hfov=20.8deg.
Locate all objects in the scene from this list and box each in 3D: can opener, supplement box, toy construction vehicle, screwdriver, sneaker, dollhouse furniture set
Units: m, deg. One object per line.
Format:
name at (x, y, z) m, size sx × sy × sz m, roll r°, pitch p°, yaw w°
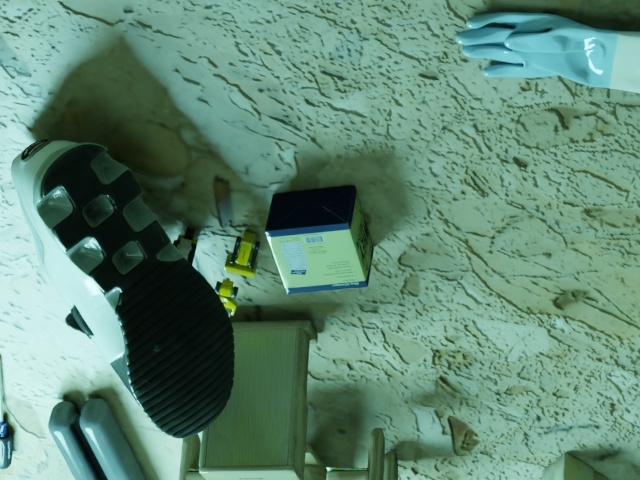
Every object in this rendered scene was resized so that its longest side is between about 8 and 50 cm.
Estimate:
can opener at (-0.232, 0.302, 1.957) m, size 0.076 × 0.095 × 0.283 m, roll -7°, pitch 131°, yaw 15°
supplement box at (0.000, 0.000, 1.663) m, size 0.083 × 0.056 × 0.083 m, roll -5°, pitch 131°, yaw 15°
toy construction vehicle at (-0.107, 0.025, 1.725) m, size 0.086 × 0.035 × 0.098 m, roll 13°, pitch 125°, yaw -3°
screwdriver at (-0.350, 0.189, 1.931) m, size 0.025 × 0.024 × 0.170 m, roll -7°, pitch 131°, yaw -23°
sneaker at (-0.193, 0.039, 1.685) m, size 0.146 × 0.122 × 0.330 m, roll 17°, pitch 137°, yaw 57°
dollhouse furniture set at (-0.041, 0.205, 1.837) m, size 0.212 × 0.161 × 0.242 m, roll -2°, pitch 154°, yaw 13°

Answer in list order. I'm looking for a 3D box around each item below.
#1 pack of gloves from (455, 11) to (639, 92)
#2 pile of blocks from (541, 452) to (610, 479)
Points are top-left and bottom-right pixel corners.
pack of gloves at (0.229, -0.205, 1.457) m, size 0.232 × 0.046 × 0.195 m, roll 7°, pitch 145°, yaw 8°
pile of blocks at (0.281, 0.398, 1.941) m, size 0.149 × 0.112 × 0.362 m, roll -7°, pitch 130°, yaw 16°
